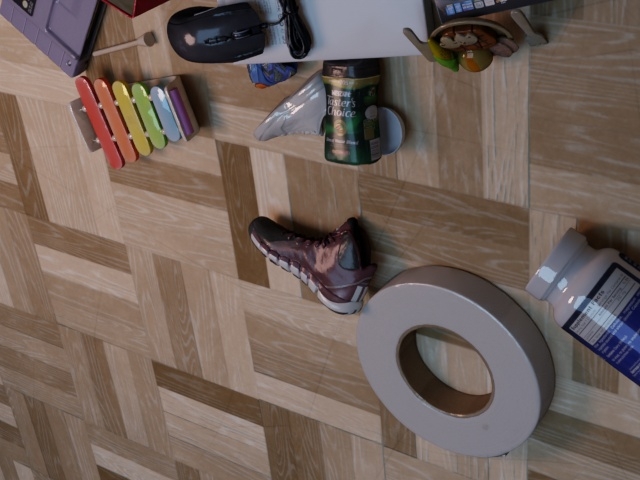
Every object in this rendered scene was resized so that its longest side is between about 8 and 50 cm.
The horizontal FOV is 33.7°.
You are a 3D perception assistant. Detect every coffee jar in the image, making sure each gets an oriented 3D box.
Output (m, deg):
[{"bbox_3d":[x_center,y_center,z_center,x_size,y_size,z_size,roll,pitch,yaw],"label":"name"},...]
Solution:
[{"bbox_3d":[0.053,-0.223,1.778,0.096,0.079,0.184,11,111,38],"label":"coffee jar"}]

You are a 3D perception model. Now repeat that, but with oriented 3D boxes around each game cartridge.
[{"bbox_3d":[-0.520,-0.517,2.080,0.230,0.068,0.355,38,136,6],"label":"game cartridge"}]

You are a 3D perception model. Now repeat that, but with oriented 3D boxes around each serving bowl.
[{"bbox_3d":[0.115,-0.189,1.807,0.083,0.027,0.083,17,116,41],"label":"serving bowl"}]

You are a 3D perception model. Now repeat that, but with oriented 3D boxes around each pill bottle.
[{"bbox_3d":[0.461,0.106,1.648,0.265,0.153,0.153,38,136,12],"label":"pill bottle"}]

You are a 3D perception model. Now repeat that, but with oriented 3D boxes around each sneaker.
[{"bbox_3d":[-0.036,-0.215,1.890,0.094,0.080,0.212,45,137,-13],"label":"sneaker"},{"bbox_3d":[0.000,0.000,2.009,0.281,0.106,0.162,38,117,18],"label":"sneaker"},{"bbox_3d":[-0.092,-0.374,1.828,0.087,0.083,0.221,-4,120,23],"label":"sneaker"}]

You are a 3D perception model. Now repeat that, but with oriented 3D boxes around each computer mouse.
[{"bbox_3d":[-0.152,-0.369,1.709,0.262,0.060,0.184,3,122,22],"label":"computer mouse"}]

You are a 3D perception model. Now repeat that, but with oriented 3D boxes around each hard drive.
[{"bbox_3d":[-0.002,-0.403,1.688,0.353,0.047,0.233,1,121,24],"label":"hard drive"}]

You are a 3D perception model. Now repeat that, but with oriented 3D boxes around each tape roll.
[{"bbox_3d":[0.246,0.229,1.970,0.392,0.072,0.392,21,130,26],"label":"tape roll"}]

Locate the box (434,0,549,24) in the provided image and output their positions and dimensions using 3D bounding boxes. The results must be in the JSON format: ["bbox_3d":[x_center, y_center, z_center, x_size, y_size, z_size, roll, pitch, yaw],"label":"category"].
[{"bbox_3d":[0.274,-0.450,1.463,0.307,0.076,0.242,-2,117,41],"label":"box"}]

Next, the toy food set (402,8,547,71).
[{"bbox_3d":[0.226,-0.289,1.572,0.192,0.132,0.038,-4,73,30],"label":"toy food set"}]

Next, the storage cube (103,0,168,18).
[{"bbox_3d":[-0.316,-0.528,1.805,0.215,0.193,0.183,35,135,16],"label":"storage cube"}]

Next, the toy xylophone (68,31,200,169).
[{"bbox_3d":[-0.378,-0.278,2.113,0.323,0.081,0.236,-11,111,43],"label":"toy xylophone"}]
